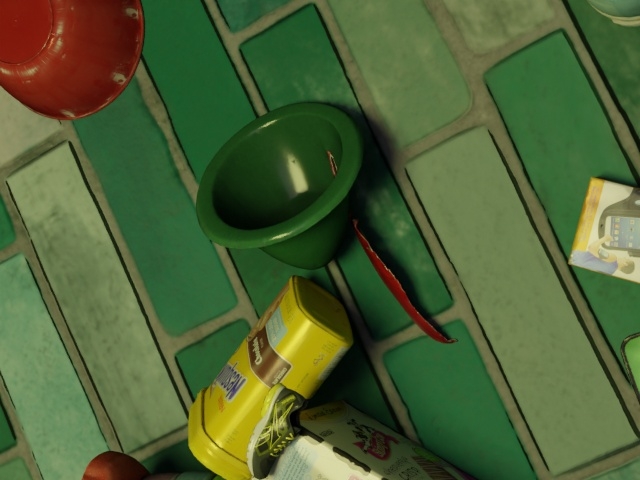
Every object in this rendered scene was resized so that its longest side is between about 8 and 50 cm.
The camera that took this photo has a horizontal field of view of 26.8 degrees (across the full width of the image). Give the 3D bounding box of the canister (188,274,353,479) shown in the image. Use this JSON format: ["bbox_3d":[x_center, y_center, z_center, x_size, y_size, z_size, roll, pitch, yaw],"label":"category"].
[{"bbox_3d":[-0.046,0.126,1.249,0.073,0.126,0.170,34,102,-14],"label":"canister"}]

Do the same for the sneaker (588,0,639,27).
[{"bbox_3d":[0.221,-0.363,1.117,0.135,0.150,0.365,-22,83,19],"label":"sneaker"}]

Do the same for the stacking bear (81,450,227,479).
[{"bbox_3d":[-0.069,0.299,1.245,0.289,0.164,0.175,8,94,10],"label":"stacking bear"}]

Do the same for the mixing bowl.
[{"bbox_3d":[-0.278,-0.214,1.343,0.182,0.098,0.181,1,92,20],"label":"mixing bowl"}]

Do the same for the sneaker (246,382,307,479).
[{"bbox_3d":[-0.036,0.163,1.125,0.035,0.031,0.083,17,94,24],"label":"sneaker"}]

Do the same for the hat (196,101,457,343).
[{"bbox_3d":[0.000,0.000,1.280,0.173,0.183,0.208,-23,41,14],"label":"hat"}]

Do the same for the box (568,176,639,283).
[{"bbox_3d":[0.292,0.000,1.165,0.136,0.028,0.081,16,97,22],"label":"box"}]

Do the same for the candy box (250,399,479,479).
[{"bbox_3d":[0.075,0.231,1.184,0.233,0.159,0.071,28,98,18],"label":"candy box"}]

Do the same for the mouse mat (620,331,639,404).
[{"bbox_3d":[0.369,0.126,1.149,0.190,0.007,0.152,-22,84,21],"label":"mouse mat"}]
